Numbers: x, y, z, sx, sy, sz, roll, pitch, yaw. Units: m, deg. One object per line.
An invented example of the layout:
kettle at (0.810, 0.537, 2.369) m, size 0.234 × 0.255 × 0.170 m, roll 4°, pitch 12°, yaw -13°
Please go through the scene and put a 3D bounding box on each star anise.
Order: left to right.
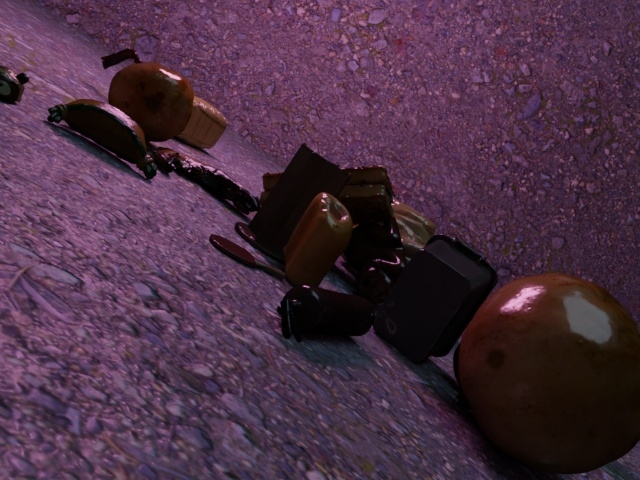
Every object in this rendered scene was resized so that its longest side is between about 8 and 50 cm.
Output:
star anise at (-0.518, -0.437, 1.915) m, size 0.238 × 0.148 × 0.346 m, roll -18°, pitch 45°, yaw -39°

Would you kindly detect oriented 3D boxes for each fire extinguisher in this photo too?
fire extinguisher at (0.006, 0.119, 1.059) m, size 0.268 × 0.072 × 0.089 m, roll 19°, pitch 53°, yaw -61°

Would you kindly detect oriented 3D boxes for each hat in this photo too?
hat at (-0.575, -0.292, 1.228) m, size 0.077 × 0.059 × 0.076 m, roll 29°, pitch 4°, yaw -3°

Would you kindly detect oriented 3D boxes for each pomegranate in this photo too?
pomegranate at (-0.411, -0.340, 1.654) m, size 0.207 × 0.207 × 0.207 m, roll 33°, pitch 8°, yaw -5°
pomegranate at (0.362, 0.215, 1.107) m, size 0.338 × 0.338 × 0.338 m, roll 33°, pitch 8°, yaw -5°

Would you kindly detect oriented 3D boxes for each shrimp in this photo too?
shrimp at (-0.269, -0.147, 1.565) m, size 0.290 × 0.054 × 0.222 m, roll 33°, pitch 6°, yaw 20°

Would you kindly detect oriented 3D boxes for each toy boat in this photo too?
toy boat at (-0.412, -0.206, 1.318) m, size 0.230 × 0.089 × 0.088 m, roll 30°, pitch 46°, yaw -18°

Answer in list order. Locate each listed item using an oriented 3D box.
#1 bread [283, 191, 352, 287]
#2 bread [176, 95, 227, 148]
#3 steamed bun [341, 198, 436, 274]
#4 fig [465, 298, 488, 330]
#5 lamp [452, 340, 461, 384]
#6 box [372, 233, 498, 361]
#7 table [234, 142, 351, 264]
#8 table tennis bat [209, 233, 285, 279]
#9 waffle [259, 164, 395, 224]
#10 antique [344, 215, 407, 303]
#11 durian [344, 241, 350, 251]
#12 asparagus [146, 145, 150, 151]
bread at (-0.002, 0.004, 1.291) m, size 0.085 × 0.173 × 0.134 m, roll 22°, pitch 31°, yaw -19°
bread at (-0.398, -0.373, 2.093) m, size 0.106 × 0.140 × 0.236 m, roll 42°, pitch 11°, yaw 27°
steamed bun at (0.214, 0.027, 1.854) m, size 0.325 × 0.230 × 0.372 m, roll 35°, pitch 6°, yaw -14°
fig at (0.461, 0.253, 1.869) m, size 0.159 × 0.159 × 0.257 m, roll 37°, pitch 28°, yaw 24°
lamp at (0.331, 0.251, 1.324) m, size 0.157 × 0.157 × 0.135 m, roll 68°, pitch -24°, yaw 15°
box at (0.215, 0.117, 1.324) m, size 0.163 × 0.243 × 0.135 m, roll 38°, pitch 20°, yaw 20°
table at (-0.048, -0.079, 1.421) m, size 0.167 × 0.226 × 0.167 m, roll 34°, pitch 8°, yaw -5°
table tennis bat at (-0.132, 0.031, 1.224) m, size 0.157 × 0.013 × 0.087 m, roll 29°, pitch 7°, yaw -20°
waffle at (0.022, -0.102, 1.674) m, size 0.308 × 0.091 × 0.213 m, roll -1°, pitch -15°, yaw 12°
antique at (0.132, 0.050, 1.589) m, size 0.256 × 0.144 × 0.121 m, roll -100°, pitch 173°, yaw -47°
durian at (0.000, 0.000, 1.605) m, size 0.149 × 0.091 × 0.188 m, roll 28°, pitch 28°, yaw 14°
asparagus at (-0.447, -0.225, 1.429) m, size 0.034 × 0.027 × 0.236 m, roll 7°, pitch -6°, yaw 27°
